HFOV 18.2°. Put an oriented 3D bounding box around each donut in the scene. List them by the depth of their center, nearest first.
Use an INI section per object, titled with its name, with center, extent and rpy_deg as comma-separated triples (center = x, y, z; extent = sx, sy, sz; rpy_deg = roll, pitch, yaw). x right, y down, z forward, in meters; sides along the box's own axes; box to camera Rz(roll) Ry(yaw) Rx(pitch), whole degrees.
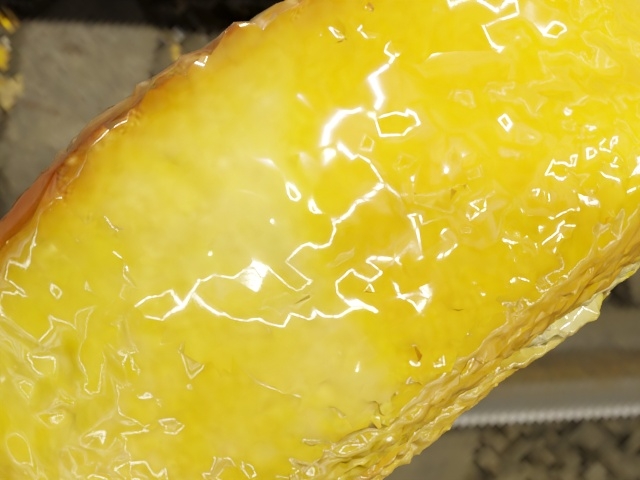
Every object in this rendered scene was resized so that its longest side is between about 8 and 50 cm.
[donut]
center = -0.002, 0.002, 0.509
extent = 0.253, 0.118, 0.253
rpy_deg = -37, 170, -8
